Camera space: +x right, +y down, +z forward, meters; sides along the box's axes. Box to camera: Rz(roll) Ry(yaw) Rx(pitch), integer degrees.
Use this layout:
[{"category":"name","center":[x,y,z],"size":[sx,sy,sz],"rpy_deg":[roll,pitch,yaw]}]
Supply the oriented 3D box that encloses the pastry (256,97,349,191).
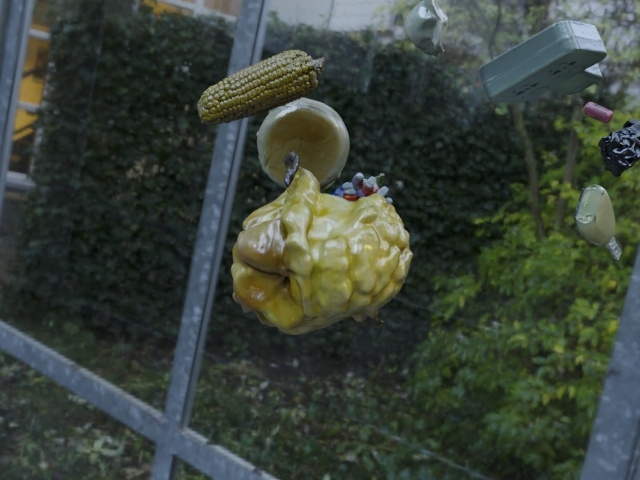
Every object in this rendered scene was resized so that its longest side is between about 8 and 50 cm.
[{"category":"pastry","center":[-0.048,-0.250,2.010],"size":[0.265,0.264,0.133],"rpy_deg":[12,20,-2]}]

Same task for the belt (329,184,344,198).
[{"category":"belt","center":[0.000,0.000,2.041],"size":[0.117,0.347,0.212],"rpy_deg":[41,-21,13]}]

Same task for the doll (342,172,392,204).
[{"category":"doll","center":[0.092,-0.093,1.630],"size":[0.102,0.075,0.227],"rpy_deg":[39,-10,-2]}]

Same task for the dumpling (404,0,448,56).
[{"category":"dumpling","center":[0.311,-0.593,2.180],"size":[0.124,0.151,0.229],"rpy_deg":[-25,-10,-6]}]

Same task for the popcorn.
[{"category":"popcorn","center":[-0.007,0.005,1.457],"size":[0.349,0.381,0.349],"rpy_deg":[-18,-8,-2]}]

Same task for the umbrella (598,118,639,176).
[{"category":"umbrella","center":[0.707,-0.234,1.584],"size":[0.272,0.110,0.122],"rpy_deg":[-28,35,-1]}]

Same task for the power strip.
[{"category":"power strip","center":[0.503,-0.404,1.677],"size":[0.261,0.141,0.229],"rpy_deg":[-8,-13,-43]}]

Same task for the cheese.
[{"category":"cheese","center":[0.687,-0.026,1.857],"size":[0.054,0.127,0.251],"rpy_deg":[5,-26,43]}]

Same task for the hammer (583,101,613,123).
[{"category":"hammer","center":[0.776,-0.357,2.136],"size":[0.083,0.043,0.043],"rpy_deg":[36,19,36]}]

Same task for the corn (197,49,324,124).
[{"category":"corn","center":[-0.139,-0.358,1.794],"size":[0.322,0.119,0.119],"rpy_deg":[-22,6,2]}]

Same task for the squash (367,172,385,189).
[{"category":"squash","center":[0.167,-0.163,2.504],"size":[0.105,0.132,0.105],"rpy_deg":[15,9,-3]}]
